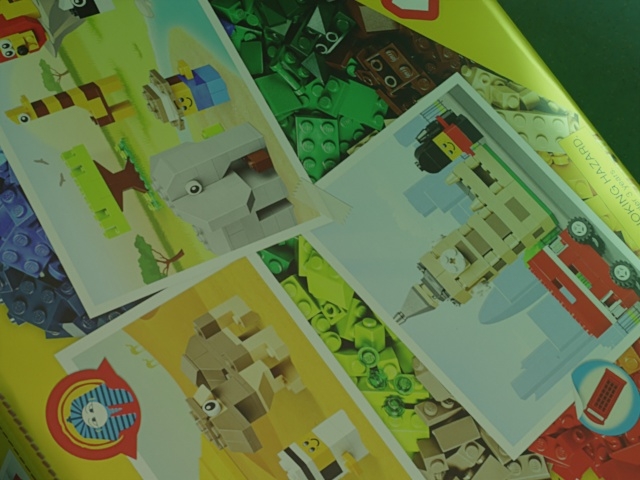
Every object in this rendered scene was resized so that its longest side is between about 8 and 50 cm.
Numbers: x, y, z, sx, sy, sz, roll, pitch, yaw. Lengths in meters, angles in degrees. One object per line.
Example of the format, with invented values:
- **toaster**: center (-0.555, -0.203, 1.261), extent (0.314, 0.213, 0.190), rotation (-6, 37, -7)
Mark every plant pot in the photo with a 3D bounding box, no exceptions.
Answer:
- **plant pot**: center (0.179, -0.131, 1.262), extent (0.195, 0.290, 0.290), rotation (12, 50, -8)

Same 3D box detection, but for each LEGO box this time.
- **LEGO box**: center (-0.031, 0.037, 0.976), extent (0.372, 0.193, 0.500), rotation (-30, 77, -29)
